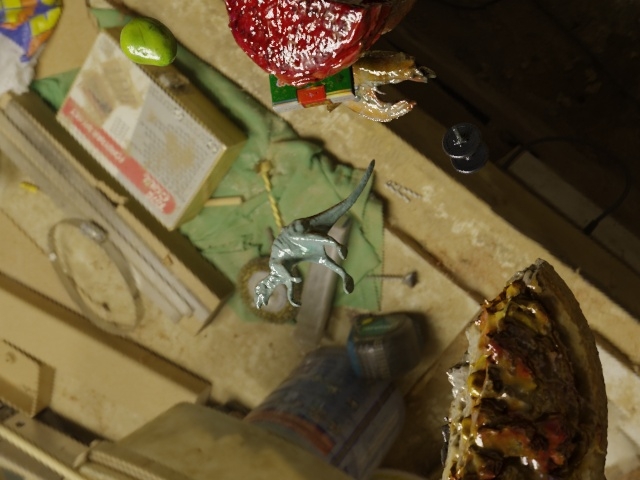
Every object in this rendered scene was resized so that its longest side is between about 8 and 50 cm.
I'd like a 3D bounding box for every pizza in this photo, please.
[{"bbox_3d":[0.144,0.134,0.529,0.127,0.058,0.246,23,74,6],"label":"pizza"}]

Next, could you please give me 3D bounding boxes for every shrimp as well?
[{"bbox_3d":[0.103,-0.260,1.254,0.187,0.052,0.132,4,142,35],"label":"shrimp"}]

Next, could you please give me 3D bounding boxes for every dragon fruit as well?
[{"bbox_3d":[0.001,-0.179,0.655,0.162,0.106,0.083,16,116,35],"label":"dragon fruit"}]

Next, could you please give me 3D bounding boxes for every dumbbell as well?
[{"bbox_3d":[0.251,-0.159,1.307,0.069,0.147,0.069,-10,64,22],"label":"dumbbell"}]

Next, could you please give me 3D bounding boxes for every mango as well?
[{"bbox_3d":[-0.427,-0.500,1.898,0.163,0.089,0.117,13,91,23],"label":"mango"}]

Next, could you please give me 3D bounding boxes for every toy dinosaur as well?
[{"bbox_3d":[0.000,0.000,1.553,0.205,0.092,0.393,30,99,37],"label":"toy dinosaur"}]

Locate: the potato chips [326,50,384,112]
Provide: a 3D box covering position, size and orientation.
[{"bbox_3d":[0.086,-0.376,1.790,0.026,0.037,0.204,49,125,-3],"label":"potato chips"}]

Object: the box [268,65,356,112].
[{"bbox_3d":[-0.022,-0.326,1.189,0.132,0.034,0.235,-7,83,12],"label":"box"}]

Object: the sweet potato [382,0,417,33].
[{"bbox_3d":[0.059,-0.245,0.791,0.055,0.202,0.058,-22,106,46],"label":"sweet potato"}]
